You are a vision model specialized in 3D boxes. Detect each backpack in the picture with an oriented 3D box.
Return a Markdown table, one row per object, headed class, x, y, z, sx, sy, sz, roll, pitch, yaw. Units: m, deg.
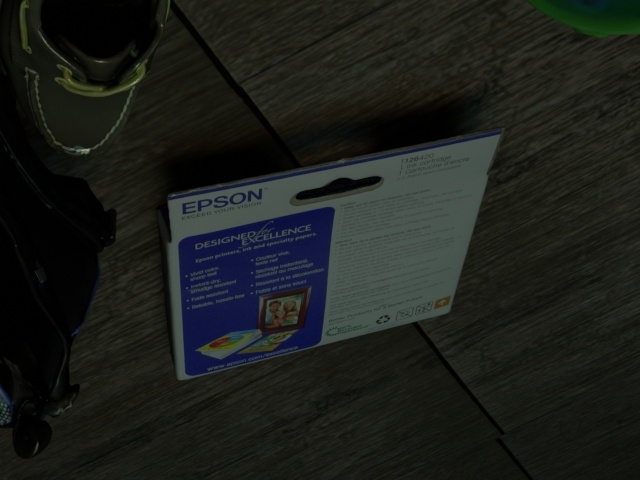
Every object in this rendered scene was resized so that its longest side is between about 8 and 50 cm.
| class | x | y | z | sx | sy | sz | roll | pitch | yaw |
| --- | --- | --- | --- | --- | --- | --- | --- | --- | --- |
| backpack | -0.273 | -0.016 | 0.810 | 0.213 | 0.276 | 0.263 | -17 | 116 | 5 |

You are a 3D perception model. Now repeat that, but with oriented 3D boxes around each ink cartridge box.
| class | x | y | z | sx | sy | sz | roll | pitch | yaw |
| --- | --- | --- | --- | --- | --- | --- | --- | --- | --- |
| ink cartridge box | 0.000 | 0.000 | 1.174 | 0.304 | 0.072 | 0.307 | -12 | 144 | -13 |

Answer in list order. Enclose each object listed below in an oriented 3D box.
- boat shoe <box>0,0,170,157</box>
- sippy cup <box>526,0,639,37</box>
| class | x | y | z | sx | sy | sz | roll | pitch | yaw |
| --- | --- | --- | --- | --- | --- | --- | --- | --- | --- |
| boat shoe | -0.157 | -0.153 | 0.830 | 0.109 | 0.091 | 0.305 | -8 | 145 | -21 |
| sippy cup | 0.245 | -0.262 | 0.787 | 0.224 | 0.305 | 0.240 | -20 | 129 | -38 |
